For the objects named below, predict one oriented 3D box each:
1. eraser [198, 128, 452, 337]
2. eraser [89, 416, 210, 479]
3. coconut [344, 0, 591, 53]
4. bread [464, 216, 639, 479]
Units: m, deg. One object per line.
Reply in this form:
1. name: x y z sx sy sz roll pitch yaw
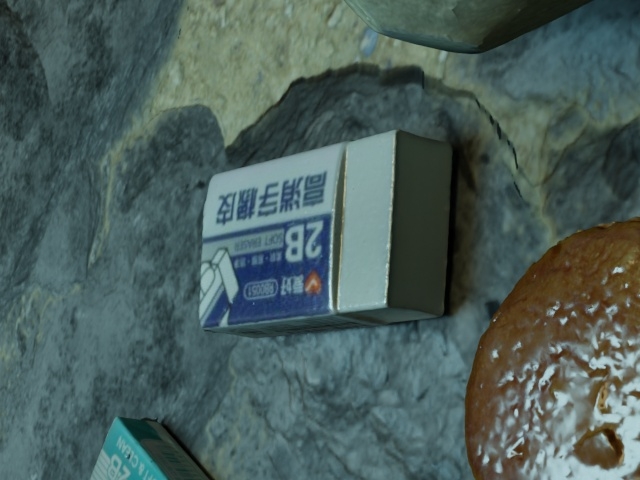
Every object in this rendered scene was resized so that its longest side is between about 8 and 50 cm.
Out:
1. eraser: 0.000 0.000 1.007 0.210 0.068 0.124 -10 71 51
2. eraser: -0.113 0.228 1.100 0.225 0.052 0.095 37 107 51
3. coconut: 0.088 -0.257 0.788 0.297 0.297 0.309 6 81 54
4. bread: 0.163 0.081 0.733 0.199 0.104 0.199 -24 59 48
